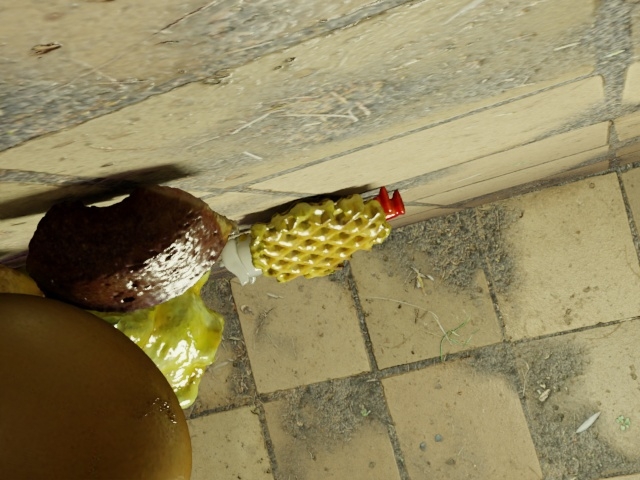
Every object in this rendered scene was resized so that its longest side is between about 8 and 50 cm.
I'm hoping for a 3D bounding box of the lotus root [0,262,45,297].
[{"bbox_3d":[-0.501,0.123,1.099,0.291,0.193,0.193,-13,176,-21],"label":"lotus root"}]

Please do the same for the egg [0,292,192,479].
[{"bbox_3d":[-0.300,0.199,0.855,0.351,0.282,0.282,18,-175,14],"label":"egg"}]

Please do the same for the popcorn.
[{"bbox_3d":[-0.308,0.137,1.323,0.321,0.290,0.326,-16,-164,-12],"label":"popcorn"}]

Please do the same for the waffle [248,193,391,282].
[{"bbox_3d":[0.000,0.002,1.518,0.291,0.051,0.291,-10,152,-5],"label":"waffle"}]

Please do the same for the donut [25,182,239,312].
[{"bbox_3d":[-0.198,0.006,0.895,0.187,0.144,0.126,12,162,9],"label":"donut"}]

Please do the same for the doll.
[{"bbox_3d":[-0.027,-0.013,1.652,0.384,0.099,0.188,-22,174,13],"label":"doll"}]
